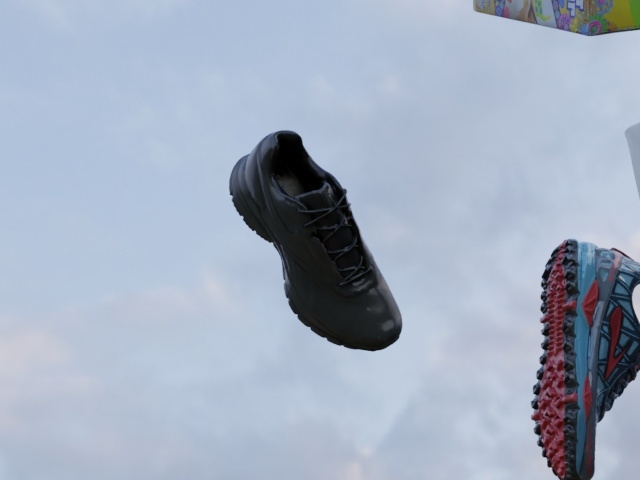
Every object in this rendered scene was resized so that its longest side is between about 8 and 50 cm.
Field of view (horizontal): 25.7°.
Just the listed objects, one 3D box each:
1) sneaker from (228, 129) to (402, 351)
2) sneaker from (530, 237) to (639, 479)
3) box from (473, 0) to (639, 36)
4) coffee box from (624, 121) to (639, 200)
[{"bbox_3d":[0.000,0.000,1.603,0.109,0.286,0.130,-32,-10,-30],"label":"sneaker"},{"bbox_3d":[0.302,0.131,1.487,0.125,0.262,0.104,9,-11,-12],"label":"sneaker"},{"bbox_3d":[0.376,-0.363,1.710,0.290,0.279,0.177,-9,-72,-21],"label":"box"},{"bbox_3d":[0.528,0.041,1.322,0.337,0.338,0.334,-23,-40,24],"label":"coffee box"}]
